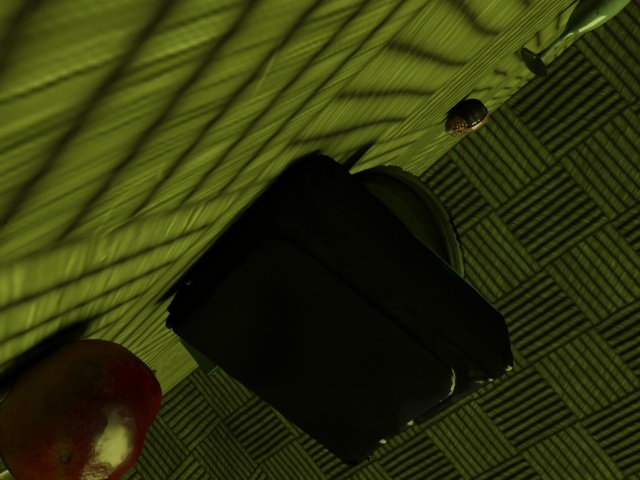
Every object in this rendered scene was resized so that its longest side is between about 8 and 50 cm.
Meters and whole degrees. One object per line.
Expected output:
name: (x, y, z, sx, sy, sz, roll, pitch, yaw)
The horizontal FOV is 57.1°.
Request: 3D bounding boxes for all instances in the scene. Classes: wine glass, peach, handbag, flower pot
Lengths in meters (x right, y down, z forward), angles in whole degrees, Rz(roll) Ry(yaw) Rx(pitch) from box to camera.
wine glass: (0.412, -0.346, 0.926, 0.198, 0.066, 0.066, -41, 177, 5)
peach: (-0.154, 0.112, 0.377, 0.100, 0.101, 0.101, -40, 177, -3)
handbag: (0.014, 0.073, 0.517, 0.223, 0.247, 0.080, -41, -166, 31)
flower pot: (0.027, 0.035, 0.641, 0.140, 0.235, 0.235, -7, 155, -40)

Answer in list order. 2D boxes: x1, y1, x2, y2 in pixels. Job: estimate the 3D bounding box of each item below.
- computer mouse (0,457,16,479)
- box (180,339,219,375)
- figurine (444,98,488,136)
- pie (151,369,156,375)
computer mouse: (-0.370, 0.284, 0.669, 0.102, 0.045, 0.199, -36, 175, -27)
box: (-0.121, 0.125, 1.015, 0.225, 0.086, 0.129, -38, 176, -27)
figurine: (0.245, -0.209, 1.022, 0.072, 0.054, 0.129, -25, -176, 1)
pie: (-0.327, 0.261, 1.060, 0.084, 0.021, 0.084, -39, 177, -2)
